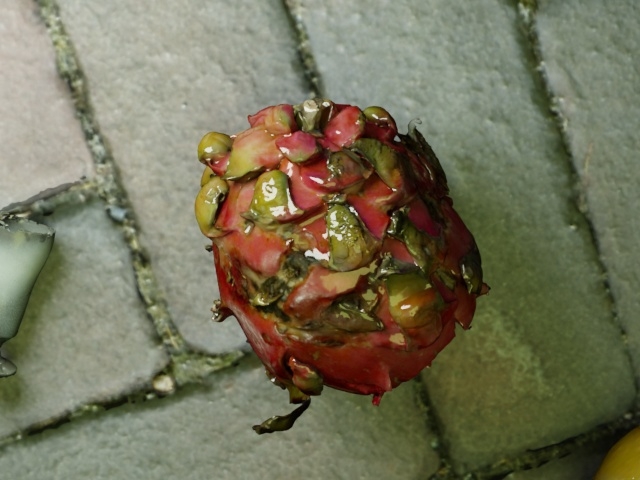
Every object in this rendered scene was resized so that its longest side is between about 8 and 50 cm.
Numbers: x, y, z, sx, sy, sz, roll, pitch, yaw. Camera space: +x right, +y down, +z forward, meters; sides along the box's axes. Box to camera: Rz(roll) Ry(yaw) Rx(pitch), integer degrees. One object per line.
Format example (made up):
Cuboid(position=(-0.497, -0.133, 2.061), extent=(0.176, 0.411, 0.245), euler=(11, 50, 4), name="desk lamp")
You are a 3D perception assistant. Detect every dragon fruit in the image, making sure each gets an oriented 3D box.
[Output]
Cuboid(position=(0.000, 0.000, 1.644), extent=(0.269, 0.250, 0.291), euler=(-36, 111, 20), name="dragon fruit")

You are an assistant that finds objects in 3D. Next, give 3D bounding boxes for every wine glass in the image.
Cuboid(position=(-0.311, 0.055, 1.697), extent=(0.072, 0.072, 0.155), euler=(15, 101, -11), name="wine glass")

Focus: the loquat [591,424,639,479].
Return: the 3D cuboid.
Cuboid(position=(0.358, 0.281, 1.770), extent=(0.246, 0.213, 0.213), euler=(9, 101, -22), name="loquat")
